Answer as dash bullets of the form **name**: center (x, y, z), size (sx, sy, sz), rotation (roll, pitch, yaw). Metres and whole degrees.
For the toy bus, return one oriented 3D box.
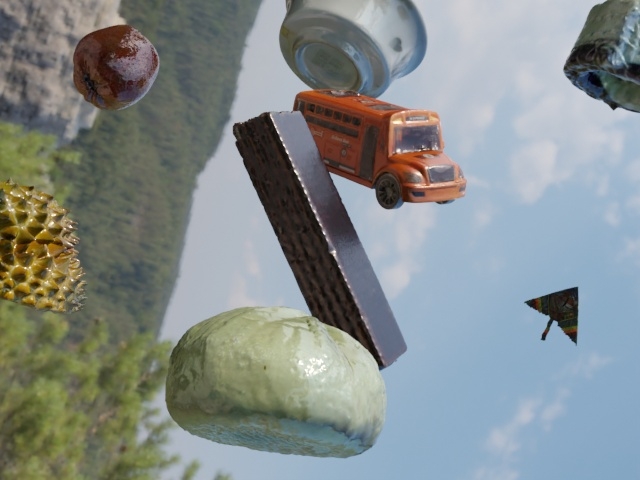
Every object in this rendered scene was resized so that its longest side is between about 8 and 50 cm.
- **toy bus**: center (0.090, -0.155, 1.427), size (0.329, 0.142, 0.153), rotation (28, -62, 48)

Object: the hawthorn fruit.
- **hawthorn fruit**: center (-0.330, -0.283, 1.413), size (0.138, 0.133, 0.133), rotation (-47, 176, -36)

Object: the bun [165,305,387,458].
- **bun**: center (-0.034, 0.121, 0.761), size (0.195, 0.195, 0.118), rotation (133, -30, -63)

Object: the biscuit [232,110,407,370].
- **biscuit**: center (0.000, 0.000, 1.192), size (0.073, 0.389, 0.107), rotation (-26, 177, 25)

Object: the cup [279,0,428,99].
- **cup**: center (0.048, -0.428, 1.916), size (0.163, 0.347, 0.347), rotation (-63, -173, -28)

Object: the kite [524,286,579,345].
- **kite**: center (0.328, 0.099, 1.208), size (0.090, 0.004, 0.122), rotation (-57, -147, 3)

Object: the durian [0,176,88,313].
- **durian**: center (-0.429, 0.005, 1.224), size (0.153, 0.260, 0.187), rotation (15, -81, 42)

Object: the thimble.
- **thimble**: center (0.556, -0.326, 1.550), size (0.237, 0.237, 0.150), rotation (-174, -74, -78)
